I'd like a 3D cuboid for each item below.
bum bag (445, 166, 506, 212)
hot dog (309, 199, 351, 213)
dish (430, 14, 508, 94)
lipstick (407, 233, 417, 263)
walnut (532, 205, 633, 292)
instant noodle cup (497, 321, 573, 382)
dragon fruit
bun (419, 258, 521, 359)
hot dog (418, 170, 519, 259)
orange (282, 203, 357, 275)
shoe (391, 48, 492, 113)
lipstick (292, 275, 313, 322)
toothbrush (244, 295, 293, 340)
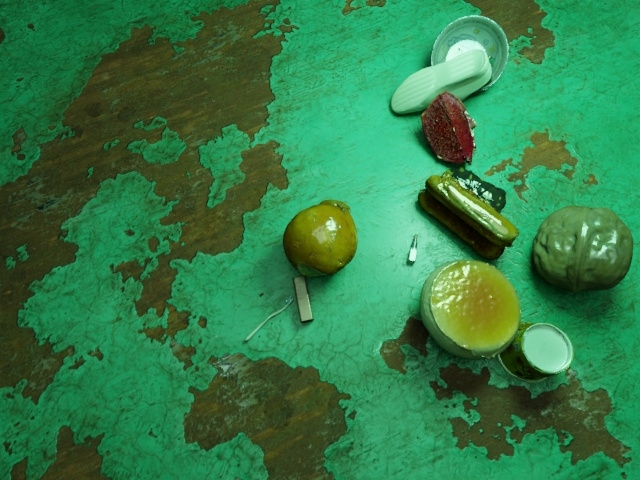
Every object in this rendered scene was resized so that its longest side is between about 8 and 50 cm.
[{"bbox_3d":[0.534,-0.181,1.408,0.232,0.060,0.107,38,67,12],"label":"bum bag"},{"bbox_3d":[0.034,-0.103,1.403,0.140,0.060,0.090,11,67,10],"label":"hot dog"},{"bbox_3d":[0.559,-0.689,1.551,0.273,0.134,0.274,3,103,14],"label":"dish"},{"bbox_3d":[0.313,0.025,1.364,0.025,0.025,0.107,13,65,7],"label":"lipstick"},{"bbox_3d":[0.789,0.026,1.234,0.272,0.227,0.274,-1,76,2],"label":"walnut"},{"bbox_3d":[0.627,0.317,1.181,0.182,0.144,0.182,-1,70,3],"label":"instant noodle cup"},{"bbox_3d":[0.466,-0.395,1.459,0.161,0.126,0.274,-34,103,-37],"label":"dragon fruit"},{"bbox_3d":[0.434,0.211,1.217,0.298,0.165,0.299,1,67,-3],"label":"bun"},{"bbox_3d":[0.481,-0.088,1.333,0.349,0.158,0.117,42,59,19],"label":"hot dog"},{"bbox_3d":[0.000,0.000,1.278,0.239,0.240,0.240,-1,70,2],"label":"orange"},{"bbox_3d":[0.445,-0.552,1.488,0.362,0.160,0.132,-17,72,36],"label":"shoe"},{"bbox_3d":[-0.057,0.189,1.311,0.045,0.045,0.146,-10,69,-4],"label":"lipstick"},{"bbox_3d":[-0.163,0.253,1.308,0.204,0.017,0.022,-42,84,-12],"label":"toothbrush"}]
